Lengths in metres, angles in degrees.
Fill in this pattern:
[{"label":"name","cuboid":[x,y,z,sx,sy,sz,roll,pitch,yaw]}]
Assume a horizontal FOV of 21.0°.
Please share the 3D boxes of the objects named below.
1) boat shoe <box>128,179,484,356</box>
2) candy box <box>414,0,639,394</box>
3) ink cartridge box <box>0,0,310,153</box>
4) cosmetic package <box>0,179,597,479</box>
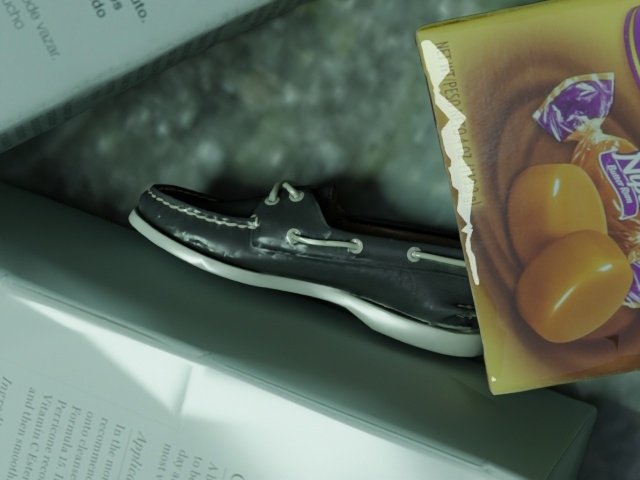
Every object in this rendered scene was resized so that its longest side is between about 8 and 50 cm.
[{"label":"boat shoe","cuboid":[0.000,0.000,0.559,0.125,0.046,0.038,20,106,11]},{"label":"candy box","cuboid":[0.130,-0.028,0.490,0.186,0.053,0.109,-11,97,12]},{"label":"ink cartridge box","cuboid":[-0.119,-0.196,0.518,0.330,0.071,0.324,-27,92,-9]},{"label":"cosmetic package","cuboid":[-0.098,0.186,0.607,0.284,0.097,0.377,21,108,17]}]
